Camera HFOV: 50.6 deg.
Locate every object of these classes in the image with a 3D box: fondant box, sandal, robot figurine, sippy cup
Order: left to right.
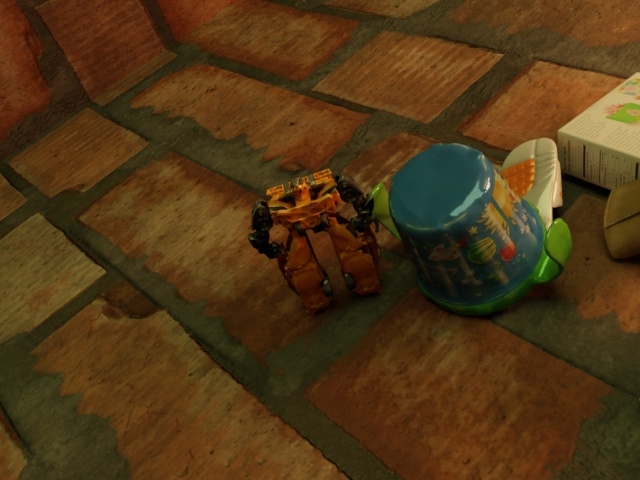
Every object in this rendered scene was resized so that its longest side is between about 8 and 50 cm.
[{"bbox_3d":[0.000,0.000,1.134,0.211,0.291,0.085,-18,42,4],"label":"robot figurine"},{"bbox_3d":[0.224,-0.030,1.081,0.306,0.224,0.240,-19,51,21],"label":"sippy cup"},{"bbox_3d":[0.377,-0.054,1.201,0.102,0.076,0.265,-8,63,37],"label":"sandal"},{"bbox_3d":[0.620,-0.164,1.166,0.238,0.096,0.330,-35,42,-20],"label":"fondant box"}]

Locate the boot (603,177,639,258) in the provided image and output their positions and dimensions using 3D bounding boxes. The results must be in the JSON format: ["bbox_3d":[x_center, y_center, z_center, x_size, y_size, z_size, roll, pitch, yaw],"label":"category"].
[{"bbox_3d":[0.528,-0.014,0.988,0.089,0.269,0.236,26,69,-11],"label":"boot"}]

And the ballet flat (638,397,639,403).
[{"bbox_3d":[0.483,0.259,0.835,0.077,0.077,0.231,-41,38,11],"label":"ballet flat"}]
